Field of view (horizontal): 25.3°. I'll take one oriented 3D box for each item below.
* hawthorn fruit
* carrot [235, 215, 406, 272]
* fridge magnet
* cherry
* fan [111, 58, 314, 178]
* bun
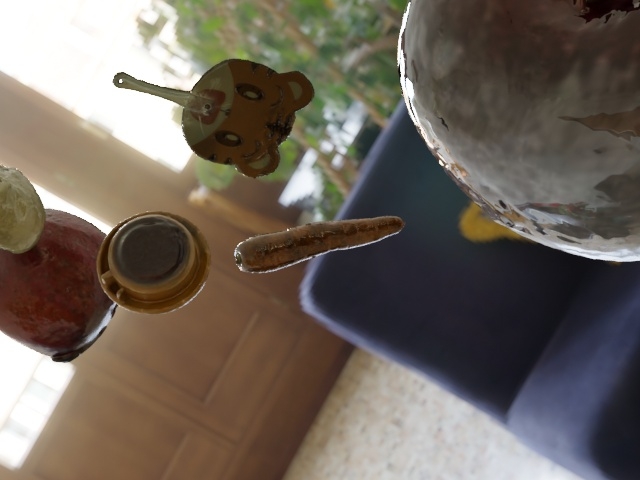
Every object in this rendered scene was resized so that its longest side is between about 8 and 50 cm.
[{"bbox_3d":[-0.414,0.052,2.117,0.215,0.250,0.215,-54,20,31],"label":"hawthorn fruit"},{"bbox_3d":[0.000,-0.001,1.303,0.036,0.165,0.035,166,90,-77],"label":"carrot"},{"bbox_3d":[-0.207,0.024,1.766,0.063,0.143,0.143,85,-152,-64],"label":"fridge magnet"},{"bbox_3d":[0.177,-0.104,0.875,0.296,0.255,0.218,57,-134,-60],"label":"cherry"},{"bbox_3d":[-0.131,-0.157,1.651,0.008,0.227,0.152,-102,33,-54],"label":"fan"},{"bbox_3d":[-0.460,-0.058,1.929,0.111,0.188,0.164,-66,-17,-1],"label":"bun"}]
